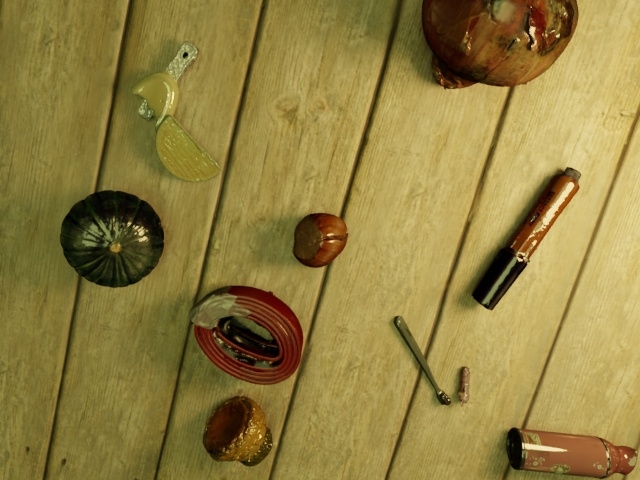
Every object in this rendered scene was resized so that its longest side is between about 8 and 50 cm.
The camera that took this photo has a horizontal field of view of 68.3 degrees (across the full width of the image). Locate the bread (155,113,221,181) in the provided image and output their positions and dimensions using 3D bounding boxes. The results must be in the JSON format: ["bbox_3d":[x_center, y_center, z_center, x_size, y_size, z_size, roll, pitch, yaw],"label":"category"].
[{"bbox_3d":[-0.364,-0.224,1.244,0.112,0.036,0.193,-38,108,13],"label":"bread"}]

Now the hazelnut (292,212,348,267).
[{"bbox_3d":[0.000,0.000,1.235,0.143,0.143,0.154,24,107,-2],"label":"hazelnut"}]

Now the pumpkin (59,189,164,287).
[{"bbox_3d":[-0.529,-0.004,1.214,0.250,0.216,0.250,2,86,-28],"label":"pumpkin"}]

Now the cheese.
[{"bbox_3d":[-0.393,-0.405,1.216,0.127,0.050,0.235,41,100,-3],"label":"cheese"}]

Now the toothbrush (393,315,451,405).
[{"bbox_3d":[0.286,0.339,1.325,0.030,0.030,0.297,-33,96,-19],"label":"toothbrush"}]

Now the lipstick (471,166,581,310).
[{"bbox_3d":[0.540,-0.003,1.236,0.077,0.077,0.418,32,97,-3],"label":"lipstick"}]

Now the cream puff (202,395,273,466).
[{"bbox_3d":[-0.215,0.554,1.326,0.183,0.183,0.169,-32,122,7],"label":"cream puff"}]

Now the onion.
[{"bbox_3d":[0.377,-0.494,1.031,0.353,0.353,0.354,0,99,2],"label":"onion"}]

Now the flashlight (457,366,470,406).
[{"bbox_3d":[0.404,0.410,1.330,0.031,0.052,0.110,4,94,37],"label":"flashlight"}]

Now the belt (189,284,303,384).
[{"bbox_3d":[-0.196,0.245,1.285,0.324,0.115,0.227,34,97,-5],"label":"belt"}]

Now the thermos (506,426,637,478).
[{"bbox_3d":[0.700,0.607,1.311,0.330,0.109,0.136,6,99,1],"label":"thermos"}]
